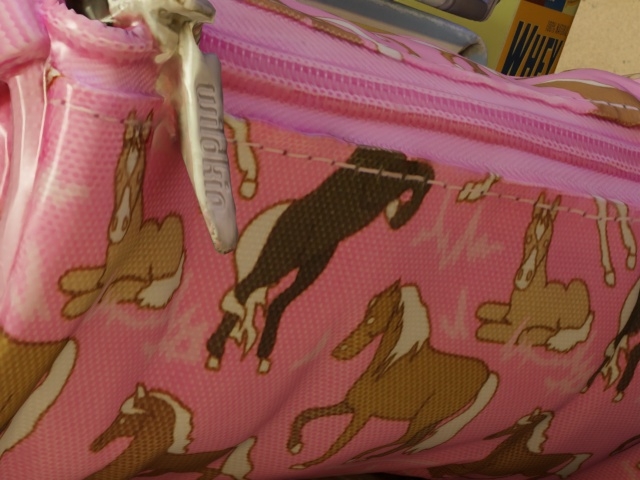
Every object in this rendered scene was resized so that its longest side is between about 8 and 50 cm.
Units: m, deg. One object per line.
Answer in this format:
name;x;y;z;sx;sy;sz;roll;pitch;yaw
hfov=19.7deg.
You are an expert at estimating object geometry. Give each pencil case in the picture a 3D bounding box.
pencil case;0.000;0.000;0.529;0.167;0.160;0.386;26;11;39

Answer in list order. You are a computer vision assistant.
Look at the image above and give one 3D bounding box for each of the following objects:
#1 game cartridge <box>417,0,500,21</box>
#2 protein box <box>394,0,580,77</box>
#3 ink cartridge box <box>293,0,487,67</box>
game cartridge;-0.012;-0.158;0.840;0.196;0.060;0.294;19;8;6
protein box;0.048;-0.135;1.244;0.199;0.201;0.136;23;10;21
ink cartridge box;-0.138;-0.100;0.860;0.270;0.151;0.395;15;9;-27
